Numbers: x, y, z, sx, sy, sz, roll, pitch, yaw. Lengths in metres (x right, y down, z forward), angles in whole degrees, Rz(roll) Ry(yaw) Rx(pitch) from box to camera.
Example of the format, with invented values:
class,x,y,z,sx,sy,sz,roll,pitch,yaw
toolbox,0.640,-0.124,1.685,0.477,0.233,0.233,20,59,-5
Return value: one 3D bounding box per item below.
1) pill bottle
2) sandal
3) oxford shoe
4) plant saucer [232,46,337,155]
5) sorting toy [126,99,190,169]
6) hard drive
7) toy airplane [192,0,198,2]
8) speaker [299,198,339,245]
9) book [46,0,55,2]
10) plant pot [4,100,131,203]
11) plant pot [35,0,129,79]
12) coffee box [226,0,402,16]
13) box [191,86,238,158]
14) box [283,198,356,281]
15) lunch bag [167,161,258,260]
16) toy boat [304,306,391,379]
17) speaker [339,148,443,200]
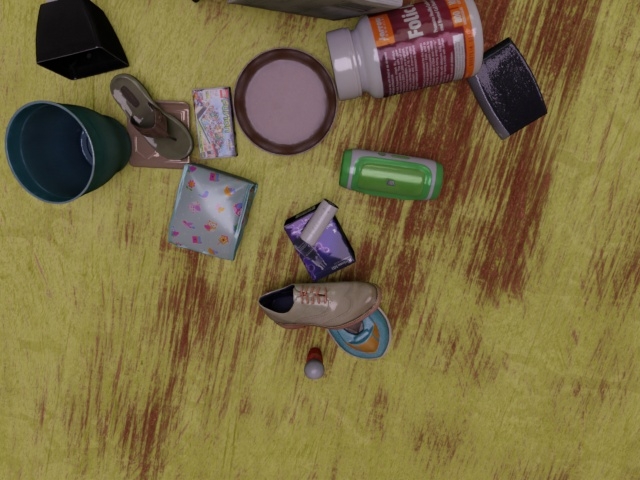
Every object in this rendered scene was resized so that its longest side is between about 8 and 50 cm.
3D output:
class,x,y,z,sx,sy,sz,roll,pitch,yaw
pill bottle,0.223,-0.521,1.456,0.391,0.224,0.224,-12,104,4
sandal,-0.503,-0.350,1.549,0.120,0.086,0.303,-42,103,14
oxford shoe,-0.010,0.191,1.614,0.396,0.141,0.146,-16,148,26
plant saucer,-0.104,-0.411,1.583,0.310,0.050,0.311,0,105,0
sorting toy,-0.493,-0.324,1.624,0.192,0.038,0.209,3,109,1
hard drive,0.548,-0.443,1.556,0.171,0.054,0.255,-31,102,9
toy airplane,-0.393,-0.844,1.359,0.384,0.272,0.387,6,88,-10
speaker,-0.005,-0.053,1.559,0.055,0.055,0.136,31,102,-7
book,-0.729,-0.735,1.524,0.144,0.035,0.096,-23,107,6
plant pot,-0.690,-0.264,1.517,0.271,0.255,0.272,4,107,12
plant pot,-0.679,-0.575,1.493,0.188,0.187,0.167,-11,92,5
coffee box,-0.013,-0.746,1.283,0.338,0.337,0.335,-4,106,-29
box,-0.319,-0.356,1.608,0.114,0.036,0.207,-4,104,2
box,0.000,0.000,1.657,0.153,0.108,0.207,-28,102,8
lunch bag,-0.331,-0.083,1.619,0.223,0.160,0.263,17,99,-4
toy boat,0.075,0.324,1.719,0.318,0.148,0.267,-41,100,10
speaker,0.209,-0.197,1.592,0.296,0.131,0.131,8,105,-1
